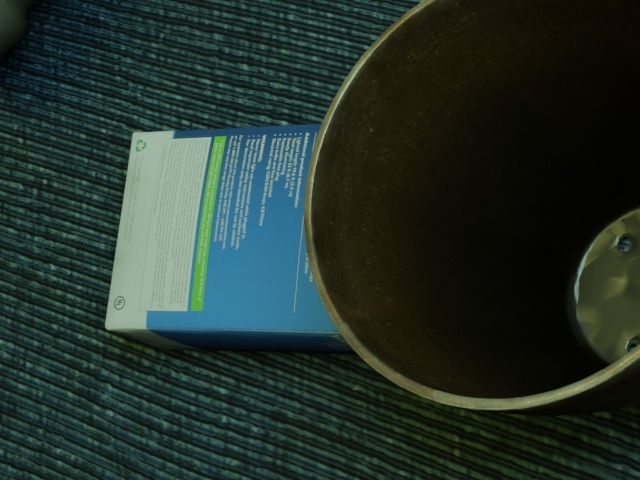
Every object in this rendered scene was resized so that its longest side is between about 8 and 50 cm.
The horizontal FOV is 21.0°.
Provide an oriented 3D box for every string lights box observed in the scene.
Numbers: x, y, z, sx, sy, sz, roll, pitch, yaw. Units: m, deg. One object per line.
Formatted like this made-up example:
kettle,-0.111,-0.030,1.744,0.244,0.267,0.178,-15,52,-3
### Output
string lights box,0.000,0.000,1.059,0.260,0.077,0.133,0,76,30

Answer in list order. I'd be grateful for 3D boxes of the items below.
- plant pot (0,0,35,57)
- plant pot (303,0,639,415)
plant pot,-0.244,-0.318,1.186,0.280,0.323,0.323,-41,58,-5
plant pot,0.140,0.002,0.887,0.215,0.230,0.215,-9,71,27
